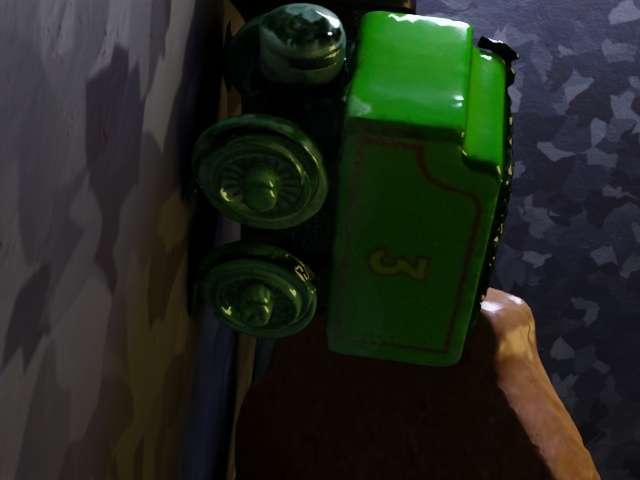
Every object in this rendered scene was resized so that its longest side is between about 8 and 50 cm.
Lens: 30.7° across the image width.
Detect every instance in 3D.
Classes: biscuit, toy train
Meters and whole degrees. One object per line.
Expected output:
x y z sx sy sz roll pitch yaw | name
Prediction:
0.048 0.235 0.884 0.078 0.350 0.455 -3 120 -47 | biscuit
0.021 -0.030 0.717 0.243 0.188 0.132 93 5 -47 | toy train

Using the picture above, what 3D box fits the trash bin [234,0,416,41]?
0.017 -0.250 0.774 0.165 0.115 0.225 26 70 -86 | trash bin

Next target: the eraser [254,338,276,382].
-0.030 0.144 1.242 0.312 0.042 0.144 -42 139 -83 | eraser
